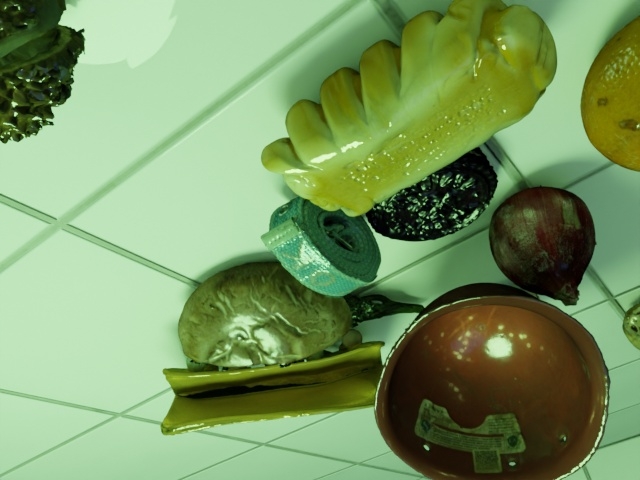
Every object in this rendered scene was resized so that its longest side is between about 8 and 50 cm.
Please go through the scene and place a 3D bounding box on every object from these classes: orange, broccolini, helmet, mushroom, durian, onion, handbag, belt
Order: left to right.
[{"bbox_3d":[-0.281,-0.157,0.465,0.167,0.196,0.196,15,156,28],"label":"durian"},{"bbox_3d":[-0.089,0.102,0.963,0.286,0.156,0.151,-7,117,-8],"label":"mushroom"},{"bbox_3d":[-0.080,0.258,1.124,0.402,0.132,0.283,-8,168,-1],"label":"handbag"},{"bbox_3d":[0.006,0.004,0.822,0.082,0.147,0.163,-29,113,30],"label":"belt"},{"bbox_3d":[0.103,0.119,1.108,0.203,0.068,0.091,-5,161,-37],"label":"broccolini"},{"bbox_3d":[0.269,0.198,0.986,0.338,0.230,0.384,5,116,10],"label":"helmet"},{"bbox_3d":[0.334,0.016,0.889,0.160,0.194,0.159,-4,145,-3],"label":"onion"},{"bbox_3d":[0.409,-0.170,0.672,0.224,0.169,0.224,-9,167,-2],"label":"orange"}]

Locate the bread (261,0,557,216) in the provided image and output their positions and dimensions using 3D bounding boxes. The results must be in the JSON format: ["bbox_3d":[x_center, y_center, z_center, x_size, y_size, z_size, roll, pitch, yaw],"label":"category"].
[{"bbox_3d":[0.094,-0.144,0.651,0.311,0.121,0.173,-30,145,24],"label":"bread"}]

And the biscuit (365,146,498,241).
[{"bbox_3d":[0.152,-0.065,0.843,0.195,0.053,0.194,-9,145,-6],"label":"biscuit"}]

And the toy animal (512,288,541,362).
[{"bbox_3d":[0.409,0.193,1.175,0.104,0.185,0.184,-23,144,12],"label":"toy animal"}]

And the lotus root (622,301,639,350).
[{"bbox_3d":[0.830,0.180,1.314,0.343,0.151,0.169,0,144,-12],"label":"lotus root"}]
